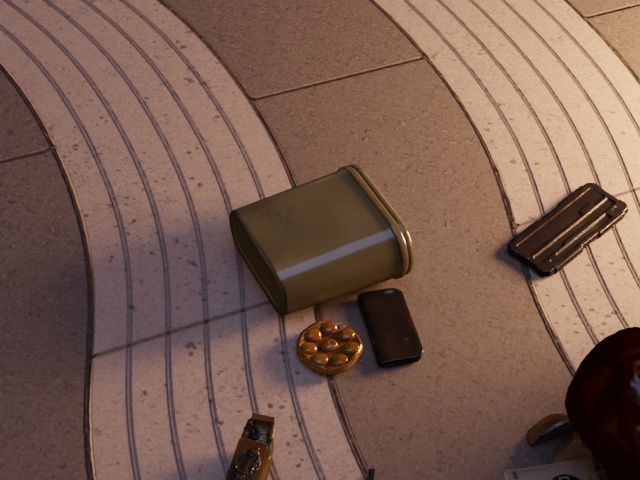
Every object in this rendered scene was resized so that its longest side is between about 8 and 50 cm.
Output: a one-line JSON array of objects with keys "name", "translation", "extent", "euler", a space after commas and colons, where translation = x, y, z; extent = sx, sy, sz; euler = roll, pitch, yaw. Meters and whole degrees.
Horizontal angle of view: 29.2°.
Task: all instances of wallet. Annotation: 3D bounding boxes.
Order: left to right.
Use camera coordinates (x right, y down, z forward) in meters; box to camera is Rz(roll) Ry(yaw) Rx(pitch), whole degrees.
[{"name": "wallet", "translation": [0.116, 0.143, 2.045], "extent": [0.082, 0.018, 0.156], "euler": [-8, 47, -12]}]

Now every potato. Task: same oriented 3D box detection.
[{"name": "potato", "translation": [0.363, 0.286, 1.919], "extent": [0.093, 0.036, 0.037], "euler": [-15, 53, -17]}]

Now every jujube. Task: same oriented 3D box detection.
[{"name": "jujube", "translation": [0.534, 0.291, 1.764], "extent": [0.276, 0.276, 0.377], "euler": [-28, 56, -28]}]

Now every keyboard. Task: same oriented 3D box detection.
[{"name": "keyboard", "translation": [0.453, -0.022, 2.238], "extent": [0.106, 0.016, 0.262], "euler": [37, 54, 27]}]

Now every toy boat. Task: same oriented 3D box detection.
[{"name": "toy boat", "translation": [-0.106, 0.336, 1.797], "extent": [0.057, 0.077, 0.200], "euler": [11, 46, 7]}]

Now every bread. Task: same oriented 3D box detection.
[{"name": "bread", "translation": [0.015, 0.173, 2.003], "extent": [0.110, 0.024, 0.110], "euler": [3, 47, -3]}]

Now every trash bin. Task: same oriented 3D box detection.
[{"name": "trash bin", "translation": [0.000, 0.000, 2.109], "extent": [0.248, 0.121, 0.243], "euler": [-21, 51, -19]}]

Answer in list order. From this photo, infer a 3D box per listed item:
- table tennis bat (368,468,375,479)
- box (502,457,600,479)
[{"name": "table tennis bat", "translation": [0.074, 0.376, 1.825], "extent": [0.050, 0.007, 0.083], "euler": [5, 47, 0]}, {"name": "box", "translation": [0.350, 0.419, 1.763], "extent": [0.139, 0.073, 0.194], "euler": [-6, 47, -11]}]
